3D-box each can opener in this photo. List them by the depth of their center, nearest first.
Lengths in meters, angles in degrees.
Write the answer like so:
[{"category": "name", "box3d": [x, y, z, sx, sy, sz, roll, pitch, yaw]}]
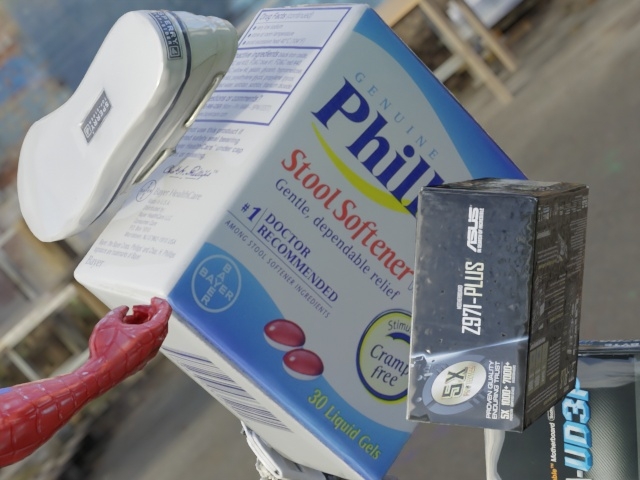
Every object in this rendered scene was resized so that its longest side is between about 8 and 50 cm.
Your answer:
[{"category": "can opener", "box3d": [0.010, 0.209, 1.700, 0.093, 0.074, 0.280, -40, -29, 8]}]

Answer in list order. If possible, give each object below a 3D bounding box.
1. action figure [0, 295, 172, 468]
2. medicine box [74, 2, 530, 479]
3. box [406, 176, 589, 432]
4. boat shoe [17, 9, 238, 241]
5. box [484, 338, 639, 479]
[{"category": "action figure", "box3d": [-0.089, 0.046, 0.489, 0.139, 0.091, 0.280, -54, -28, -17]}, {"category": "medicine box", "box3d": [0.000, 0.000, 1.415, 0.149, 0.263, 0.289, 9, 60, 55]}, {"category": "box", "box3d": [0.119, 0.036, 1.148, 0.077, 0.147, 0.180, 4, 6, 18]}, {"category": "boat shoe", "box3d": [-0.150, -0.088, 1.348, 0.088, 0.096, 0.267, -8, -29, -38]}, {"category": "box", "box3d": [0.232, 0.195, 1.522, 0.175, 0.220, 0.051, -1, 8, 16]}]
